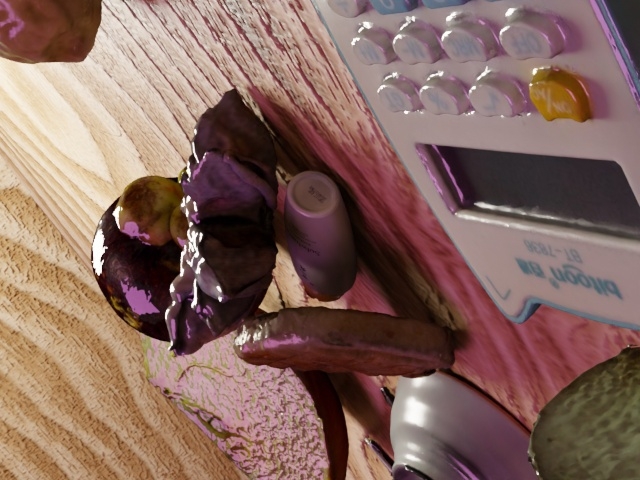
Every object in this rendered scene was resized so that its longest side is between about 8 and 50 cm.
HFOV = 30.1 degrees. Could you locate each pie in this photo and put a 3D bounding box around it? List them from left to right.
[{"bbox_3d":[0.018,0.091,1.030,0.195,0.046,0.195,4,167,1],"label":"pie"}]

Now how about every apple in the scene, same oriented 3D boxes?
[{"bbox_3d":[-0.078,0.199,1.521,0.346,0.179,0.254,45,177,7],"label":"apple"}]

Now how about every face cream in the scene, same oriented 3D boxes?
[{"bbox_3d":[0.000,0.000,1.051,0.072,0.051,0.182,39,163,19],"label":"face cream"}]

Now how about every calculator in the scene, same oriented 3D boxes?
[{"bbox_3d":[0.074,-0.104,0.590,0.386,0.054,0.256,56,164,-20],"label":"calculator"}]

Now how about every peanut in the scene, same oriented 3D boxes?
[{"bbox_3d":[-0.331,-0.279,1.118,0.291,0.143,0.159,41,173,19],"label":"peanut"}]

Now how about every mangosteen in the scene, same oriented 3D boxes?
[{"bbox_3d":[-0.130,-0.001,1.225,0.192,0.192,0.217,44,126,18],"label":"mangosteen"}]

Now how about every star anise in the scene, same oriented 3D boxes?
[{"bbox_3d":[-0.086,-0.009,1.034,0.229,0.093,0.236,-108,29,-64],"label":"star anise"}]

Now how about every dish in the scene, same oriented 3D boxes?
[{"bbox_3d":[0.143,0.248,1.150,0.260,0.085,0.260,42,158,21],"label":"dish"}]

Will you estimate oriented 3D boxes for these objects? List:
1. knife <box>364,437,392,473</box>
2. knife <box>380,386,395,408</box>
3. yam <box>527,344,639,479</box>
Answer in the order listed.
[{"bbox_3d":[0.173,0.396,1.602,0.336,0.043,0.081,51,173,16],"label":"knife"},{"bbox_3d":[0.140,0.230,1.281,0.222,0.021,0.046,36,157,41],"label":"knife"},{"bbox_3d":[0.235,0.182,0.644,0.268,0.161,0.161,54,164,-24],"label":"yam"}]
